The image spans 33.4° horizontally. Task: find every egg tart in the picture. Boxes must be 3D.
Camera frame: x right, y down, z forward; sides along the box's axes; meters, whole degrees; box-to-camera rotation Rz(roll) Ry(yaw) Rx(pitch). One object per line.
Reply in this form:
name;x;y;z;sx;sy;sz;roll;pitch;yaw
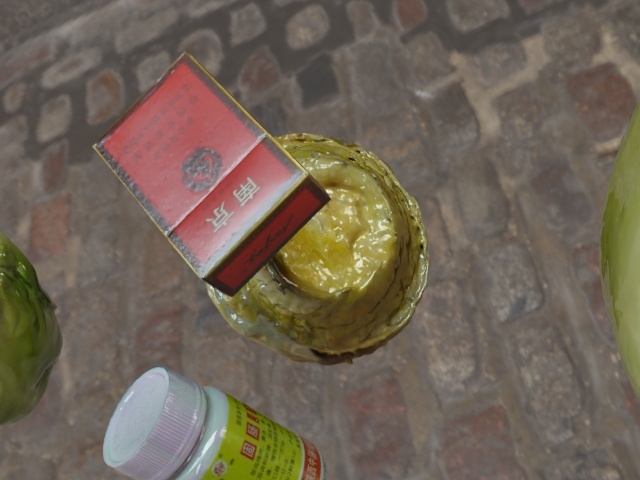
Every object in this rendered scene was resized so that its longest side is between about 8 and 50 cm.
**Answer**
egg tart;0.000;0.000;1.474;0.345;0.345;0.132;-55;2;-19

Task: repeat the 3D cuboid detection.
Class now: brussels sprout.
brussels sprout;-0.428;0.094;1.218;0.259;0.294;0.227;29;54;14

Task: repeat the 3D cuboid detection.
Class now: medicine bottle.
medicine bottle;-0.115;0.243;1.187;0.139;0.225;0.139;-40;30;29

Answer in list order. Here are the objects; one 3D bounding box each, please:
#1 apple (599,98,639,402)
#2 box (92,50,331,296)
apple;0.319;-0.038;0.515;0.312;0.320;0.360;32;106;7
box;-0.120;-0.074;1.133;0.153;0.074;0.240;-43;58;-1
